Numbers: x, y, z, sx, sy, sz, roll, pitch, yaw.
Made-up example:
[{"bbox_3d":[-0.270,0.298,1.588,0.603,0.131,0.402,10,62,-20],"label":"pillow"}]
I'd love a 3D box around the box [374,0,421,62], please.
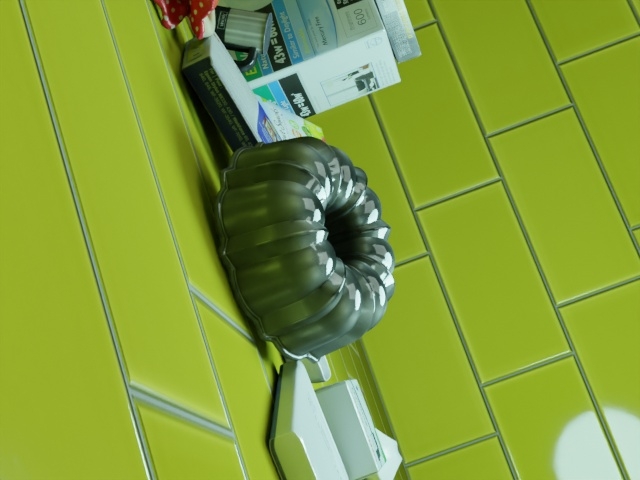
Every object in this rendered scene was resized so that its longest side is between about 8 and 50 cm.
[{"bbox_3d":[0.143,-0.510,2.367,0.183,0.056,0.231,-100,168,-70],"label":"box"}]

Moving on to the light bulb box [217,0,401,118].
[{"bbox_3d":[-0.063,-0.464,2.370,0.225,0.361,0.357,59,11,-65],"label":"light bulb box"}]

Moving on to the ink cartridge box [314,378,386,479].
[{"bbox_3d":[0.035,0.302,1.750,0.208,0.087,0.153,41,28,-81],"label":"ink cartridge box"}]

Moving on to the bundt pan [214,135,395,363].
[{"bbox_3d":[0.000,0.000,1.566,0.331,0.124,0.330,37,44,-46],"label":"bundt pan"}]

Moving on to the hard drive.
[{"bbox_3d":[-0.009,0.297,1.464,0.318,0.040,0.210,-90,159,-81],"label":"hard drive"}]

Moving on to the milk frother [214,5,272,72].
[{"bbox_3d":[-0.167,-0.389,2.172,0.143,0.135,0.129,-49,150,-83],"label":"milk frother"}]

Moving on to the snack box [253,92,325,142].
[{"bbox_3d":[-0.076,-0.190,2.216,0.207,0.070,0.174,22,34,-34],"label":"snack box"}]

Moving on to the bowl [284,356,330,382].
[{"bbox_3d":[-0.033,0.163,1.768,0.142,0.053,0.142,26,45,-85],"label":"bowl"}]

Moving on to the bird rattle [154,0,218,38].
[{"bbox_3d":[-0.202,-0.422,1.813,0.207,0.143,0.253,67,6,-63],"label":"bird rattle"}]

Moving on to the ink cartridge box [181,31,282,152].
[{"bbox_3d":[-0.129,-0.187,1.857,0.303,0.072,0.307,59,9,-20],"label":"ink cartridge box"}]

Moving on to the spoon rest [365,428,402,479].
[{"bbox_3d":[0.120,0.445,2.302,0.276,0.084,0.137,59,11,-76],"label":"spoon rest"}]
